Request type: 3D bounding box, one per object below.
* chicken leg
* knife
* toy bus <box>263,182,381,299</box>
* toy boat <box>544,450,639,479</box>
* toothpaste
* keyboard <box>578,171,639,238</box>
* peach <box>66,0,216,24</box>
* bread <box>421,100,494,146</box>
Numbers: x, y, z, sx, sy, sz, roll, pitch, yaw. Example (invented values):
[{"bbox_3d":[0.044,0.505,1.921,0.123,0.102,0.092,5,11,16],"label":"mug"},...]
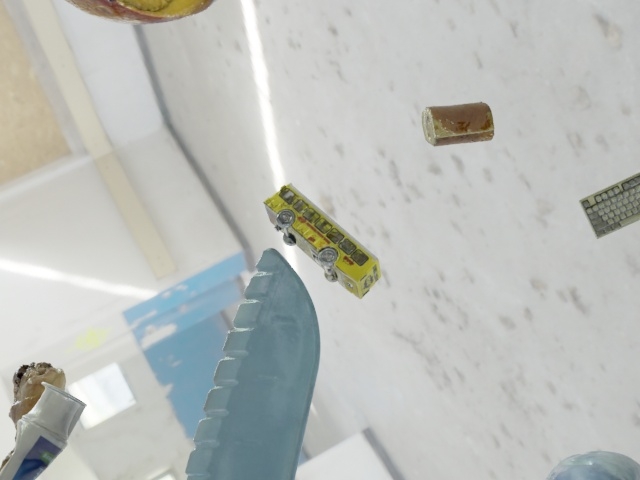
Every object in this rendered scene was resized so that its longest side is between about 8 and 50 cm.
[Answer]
[{"bbox_3d":[-0.485,0.305,1.482,0.252,0.087,0.107,-91,2,-47],"label":"chicken leg"},{"bbox_3d":[-0.042,0.150,0.273,0.019,0.044,0.313,67,-146,-68],"label":"knife"},{"bbox_3d":[0.000,0.000,1.466,0.226,0.074,0.081,41,166,27],"label":"toy bus"},{"bbox_3d":[0.338,0.307,0.898,0.330,0.123,0.215,27,-143,-50],"label":"toy boat"},{"bbox_3d":[-0.345,0.281,0.949,0.061,0.266,0.096,32,162,-7],"label":"toothpaste"},{"bbox_3d":[0.346,-0.050,0.944,0.049,0.129,0.015,63,-168,-6],"label":"keyboard"},{"bbox_3d":[-0.243,-0.337,1.025,0.154,0.159,0.267,23,179,38],"label":"peach"},{"bbox_3d":[0.157,-0.132,1.005,0.036,0.083,0.047,178,83,-66],"label":"bread"}]
